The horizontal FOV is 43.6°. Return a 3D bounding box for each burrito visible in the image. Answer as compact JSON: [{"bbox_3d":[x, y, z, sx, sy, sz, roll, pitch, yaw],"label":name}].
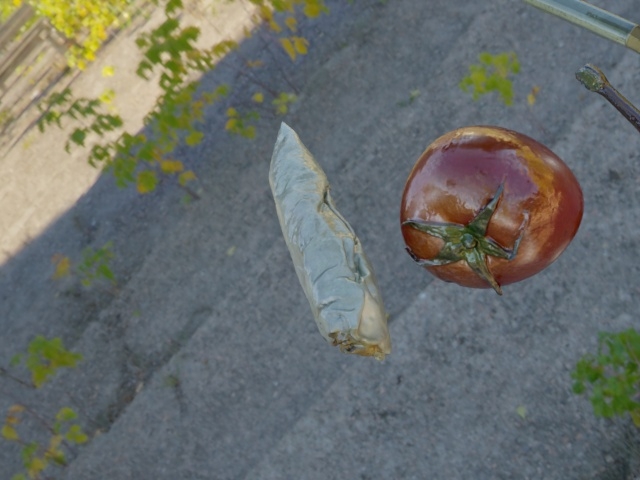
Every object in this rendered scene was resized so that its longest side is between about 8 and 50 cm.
[{"bbox_3d":[0.000,0.000,0.902,0.076,0.117,0.392,-17,38,-4],"label":"burrito"}]

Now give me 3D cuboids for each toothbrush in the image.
[{"bbox_3d":[0.434,-0.077,0.926,0.041,0.041,0.364,-43,79,5],"label":"toothbrush"}]

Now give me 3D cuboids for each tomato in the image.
[{"bbox_3d":[0.163,-0.036,0.757,0.167,0.167,0.167,-23,45,26],"label":"tomato"}]

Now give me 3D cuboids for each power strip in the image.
[{"bbox_3d":[0.393,-0.350,1.230,0.268,0.092,0.034,42,115,39],"label":"power strip"}]
